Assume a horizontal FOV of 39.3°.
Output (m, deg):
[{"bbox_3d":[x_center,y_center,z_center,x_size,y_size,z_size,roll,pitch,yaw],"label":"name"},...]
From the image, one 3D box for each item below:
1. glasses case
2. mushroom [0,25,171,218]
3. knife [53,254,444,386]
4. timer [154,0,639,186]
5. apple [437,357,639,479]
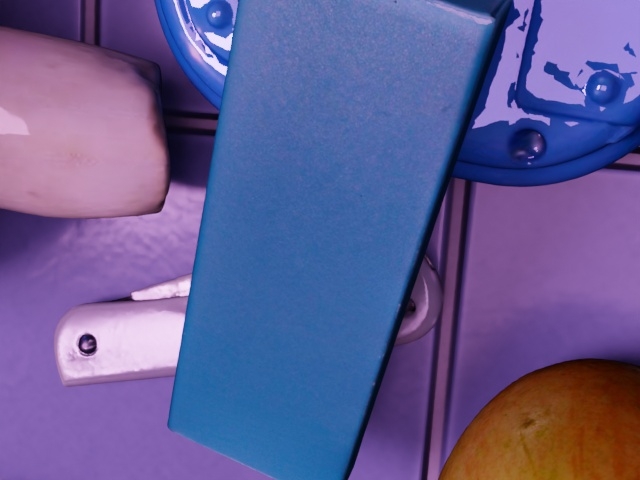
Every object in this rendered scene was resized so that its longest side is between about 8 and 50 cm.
[{"bbox_3d":[-0.001,-0.001,0.472,0.117,0.070,0.301,22,125,10],"label":"glasses case"},{"bbox_3d":[-0.251,-0.089,0.493,0.335,0.314,0.315,4,102,-14],"label":"mushroom"},{"bbox_3d":[-0.052,0.048,0.583,0.265,0.040,0.073,-12,93,15],"label":"knife"},{"bbox_3d":[0.065,-0.205,0.473,0.308,0.115,0.340,13,104,13],"label":"timer"},{"bbox_3d":[0.149,0.169,0.484,0.195,0.196,0.196,2,101,12],"label":"apple"}]
